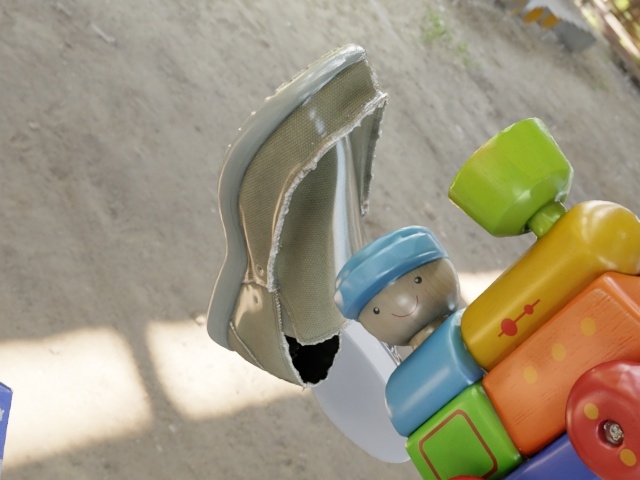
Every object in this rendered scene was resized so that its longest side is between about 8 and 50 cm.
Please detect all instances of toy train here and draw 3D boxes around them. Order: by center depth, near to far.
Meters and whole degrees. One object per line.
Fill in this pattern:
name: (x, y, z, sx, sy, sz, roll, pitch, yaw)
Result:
toy train: (0.105, 0.011, 0.354, 0.105, 0.248, 0.143, -14, 62, -43)

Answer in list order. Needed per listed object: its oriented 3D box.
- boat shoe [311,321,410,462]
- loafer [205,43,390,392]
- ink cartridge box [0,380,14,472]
boat shoe: (0.016, 0.053, 0.700, 0.076, 0.080, 0.228, -43, 103, -41)
loafer: (0.000, 0.000, 0.525, 0.087, 0.251, 0.094, 39, 58, 16)
ink cartridge box: (-0.263, 0.169, 0.479, 0.065, 0.186, 0.311, 65, 25, -68)
